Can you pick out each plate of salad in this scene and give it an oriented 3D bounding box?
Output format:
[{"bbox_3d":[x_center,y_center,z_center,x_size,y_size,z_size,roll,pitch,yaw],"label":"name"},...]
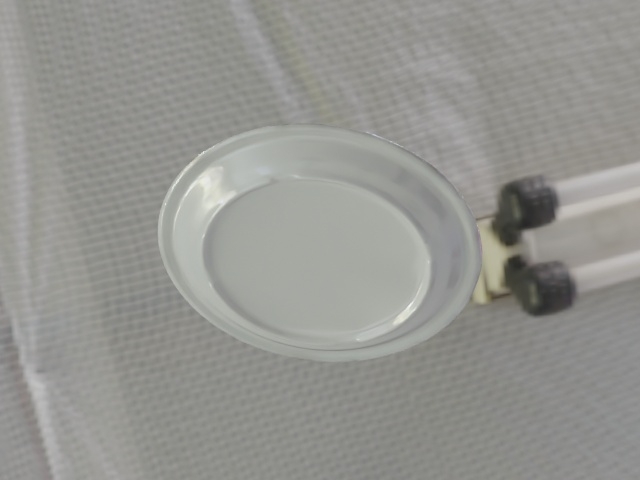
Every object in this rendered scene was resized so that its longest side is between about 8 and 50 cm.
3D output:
[{"bbox_3d":[0.000,0.000,1.021,0.199,0.200,0.048,27,-139,-15],"label":"plate of salad"}]
